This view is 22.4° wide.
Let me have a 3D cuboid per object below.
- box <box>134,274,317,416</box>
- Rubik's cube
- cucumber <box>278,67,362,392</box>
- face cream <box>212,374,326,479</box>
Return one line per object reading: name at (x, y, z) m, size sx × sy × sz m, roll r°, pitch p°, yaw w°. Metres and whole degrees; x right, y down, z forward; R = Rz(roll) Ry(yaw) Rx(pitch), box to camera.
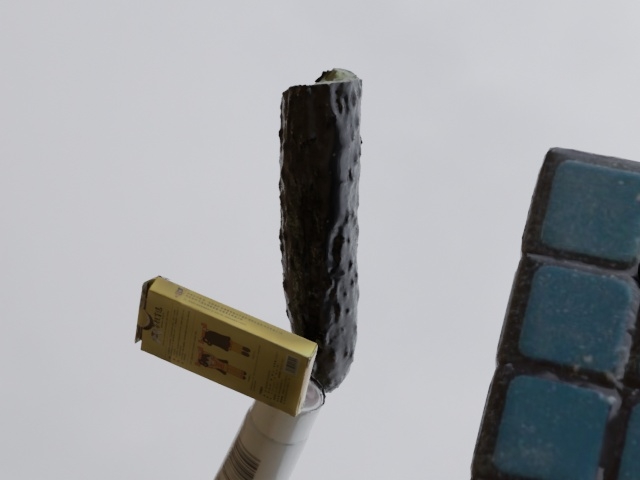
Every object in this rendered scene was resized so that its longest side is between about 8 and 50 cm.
box at (-0.076, 0.083, 1.284) m, size 0.149 × 0.020 × 0.073 m, roll 23°, pitch -46°, yaw 9°
Rubik's cube at (0.288, 0.172, 1.180) m, size 0.343 × 0.337 × 0.344 m, roll 74°, pitch 28°, yaw -68°
cucumber at (0.000, 0.000, 1.452) m, size 0.072 × 0.081 × 0.303 m, roll 7°, pitch -73°, yaw 22°
face cream at (-0.063, 0.220, 1.466) m, size 0.092 × 0.058 × 0.243 m, roll 49°, pitch -51°, yaw 32°
